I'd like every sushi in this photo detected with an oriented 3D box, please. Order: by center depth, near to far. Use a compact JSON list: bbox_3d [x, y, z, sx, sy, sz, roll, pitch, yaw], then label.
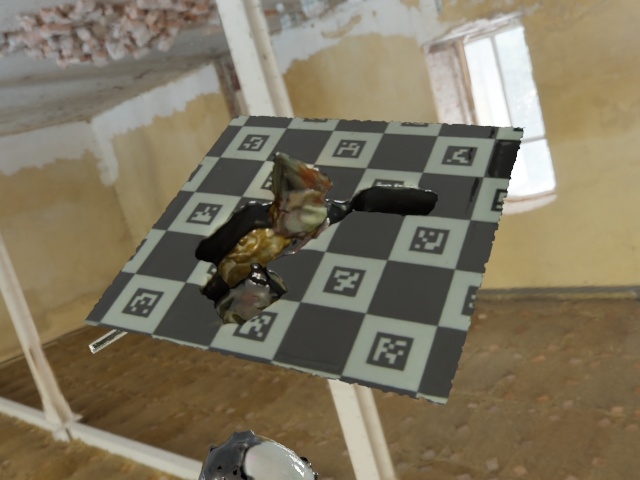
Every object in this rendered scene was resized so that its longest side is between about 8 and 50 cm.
[{"bbox_3d":[0.000,0.000,0.648,0.359,0.064,0.343,7,-132,24],"label":"sushi"}]

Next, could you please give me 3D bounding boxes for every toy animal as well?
[{"bbox_3d":[-0.067,0.316,0.666,0.138,0.166,0.179,-48,-161,27],"label":"toy animal"}]

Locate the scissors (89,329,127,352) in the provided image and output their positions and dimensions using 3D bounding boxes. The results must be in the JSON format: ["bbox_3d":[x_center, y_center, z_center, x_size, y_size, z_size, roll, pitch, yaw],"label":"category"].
[{"bbox_3d":[-0.316,0.139,1.074,0.176,0.022,0.085,-34,-179,-35],"label":"scissors"}]
